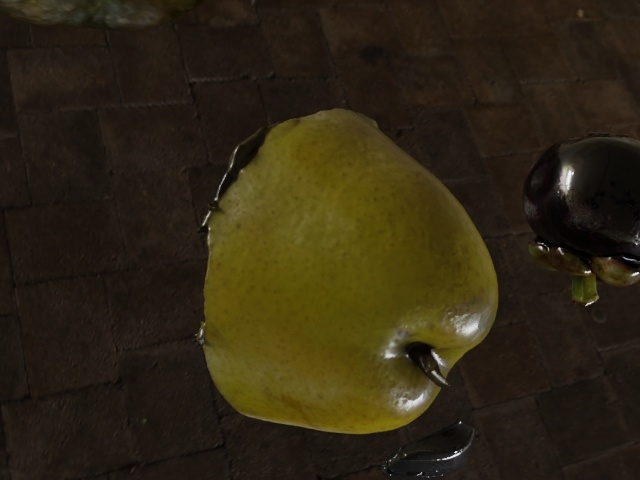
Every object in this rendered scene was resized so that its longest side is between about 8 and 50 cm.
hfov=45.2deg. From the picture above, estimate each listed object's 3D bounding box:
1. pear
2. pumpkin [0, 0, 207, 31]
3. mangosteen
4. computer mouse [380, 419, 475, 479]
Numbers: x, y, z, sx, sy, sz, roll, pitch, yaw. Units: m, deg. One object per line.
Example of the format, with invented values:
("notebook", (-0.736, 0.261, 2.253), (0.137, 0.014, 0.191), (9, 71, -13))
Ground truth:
("pear", (0.048, 0.039, 0.588), (0.178, 0.267, 0.267), (17, 48, 36))
("pumpkin", (-0.046, -0.171, 0.223), (0.258, 0.290, 0.095), (-14, 69, 7))
("mangosteen", (0.482, -0.035, 1.340), (0.274, 0.275, 0.303), (7, 95, -18))
("computer mouse", (0.170, 0.328, 1.158), (0.172, 0.099, 0.057), (-12, 56, -27))
